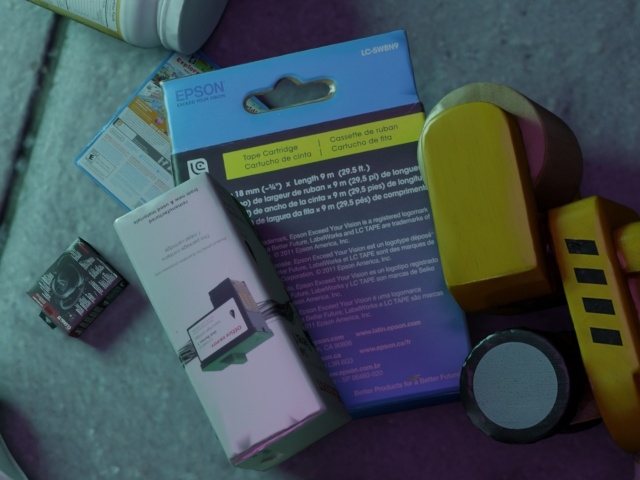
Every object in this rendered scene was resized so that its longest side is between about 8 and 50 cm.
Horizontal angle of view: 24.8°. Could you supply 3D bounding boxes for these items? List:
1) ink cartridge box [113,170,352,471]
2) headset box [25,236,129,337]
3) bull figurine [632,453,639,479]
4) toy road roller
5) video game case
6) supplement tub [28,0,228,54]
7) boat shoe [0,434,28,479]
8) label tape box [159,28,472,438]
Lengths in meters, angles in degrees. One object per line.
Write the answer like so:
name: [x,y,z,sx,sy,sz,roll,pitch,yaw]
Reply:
ink cartridge box: [-0.068,0.072,1.205,0.092,0.160,0.219,-29,78,3]
headset box: [-0.237,0.049,1.403,0.062,0.032,0.083,42,88,13]
bull figurine: [0.281,0.302,1.216,0.310,0.101,0.188,37,85,-16]
toy road roller: [0.238,0.015,1.233,0.240,0.202,0.330,-17,79,22]
video game case: [-0.145,-0.101,1.429,0.119,0.015,0.166,41,87,13]
supplement tub: [-0.195,-0.271,1.401,0.199,0.144,0.144,23,83,11]
boat shoe: [-0.350,0.152,1.367,0.258,0.095,0.084,43,92,12]
label tape box: [0.000,0.000,1.343,0.240,0.106,0.334,-11,78,6]
